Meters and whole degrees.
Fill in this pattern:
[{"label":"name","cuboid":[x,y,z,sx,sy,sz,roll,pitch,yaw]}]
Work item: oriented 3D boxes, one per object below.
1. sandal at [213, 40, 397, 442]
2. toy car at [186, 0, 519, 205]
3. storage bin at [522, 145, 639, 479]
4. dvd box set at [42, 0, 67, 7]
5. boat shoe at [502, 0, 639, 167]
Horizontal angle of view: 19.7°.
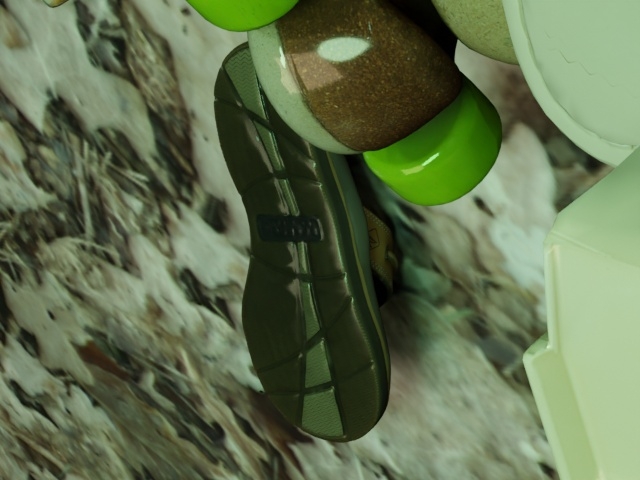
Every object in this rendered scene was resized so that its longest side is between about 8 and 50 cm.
[{"label":"sandal","cuboid":[0.000,0.000,0.929,0.090,0.060,0.219,4,113,44]},{"label":"toy car","cuboid":[0.068,-0.115,0.641,0.188,0.149,0.155,-14,146,30]},{"label":"storage bin","cuboid":[0.203,0.044,0.498,0.123,0.262,0.260,18,138,46]},{"label":"dvd box set","cuboid":[-0.118,-0.300,0.735,0.307,0.062,0.420,52,150,-4]},{"label":"boat shoe","cuboid":[0.126,-0.160,0.488,0.117,0.097,0.324,35,139,29]}]
